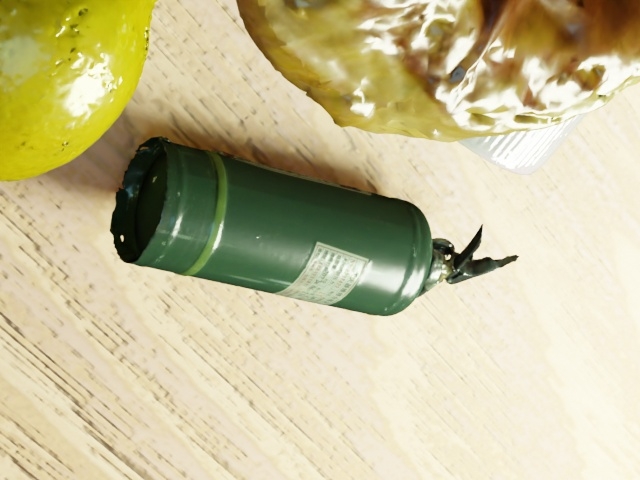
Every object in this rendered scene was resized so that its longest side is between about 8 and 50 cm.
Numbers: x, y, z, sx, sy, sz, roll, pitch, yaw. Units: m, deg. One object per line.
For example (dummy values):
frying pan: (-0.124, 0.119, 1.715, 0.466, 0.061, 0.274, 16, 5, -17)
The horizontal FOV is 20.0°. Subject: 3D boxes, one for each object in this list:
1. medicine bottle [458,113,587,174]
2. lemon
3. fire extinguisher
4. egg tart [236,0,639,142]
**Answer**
medicine bottle: (0.168, -0.191, 1.184, 0.165, 0.165, 0.273, 26, 112, -33)
lemon: (-0.194, -0.121, 1.092, 0.206, 0.173, 0.173, -34, 130, 24)
fire extinguisher: (0.000, 0.000, 1.307, 0.294, 0.093, 0.118, 13, 144, -29)
egg tart: (0.114, -0.255, 0.951, 0.443, 0.178, 0.443, -22, 134, -24)
